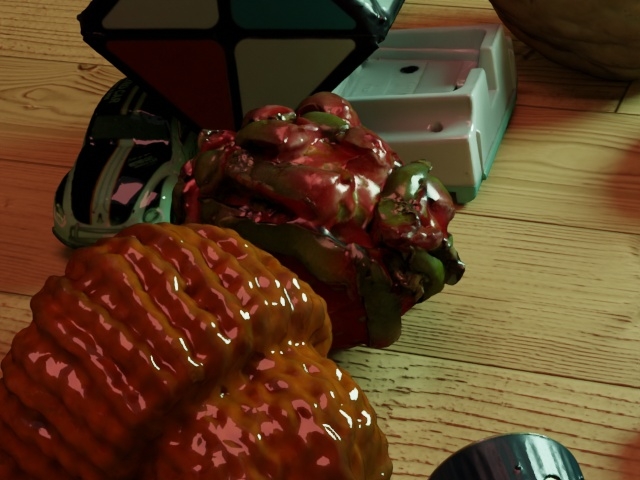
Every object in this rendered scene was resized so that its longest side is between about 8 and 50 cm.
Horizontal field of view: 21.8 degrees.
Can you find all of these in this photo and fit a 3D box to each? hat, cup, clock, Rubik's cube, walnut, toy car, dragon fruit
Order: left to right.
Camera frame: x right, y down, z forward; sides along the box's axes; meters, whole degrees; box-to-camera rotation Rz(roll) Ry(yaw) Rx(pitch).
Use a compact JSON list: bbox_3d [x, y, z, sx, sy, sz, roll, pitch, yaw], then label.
[{"bbox_3d":[-0.193,-0.100,1.806,0.136,0.125,0.306,3,32,14],"label":"toy car"},{"bbox_3d":[-0.068,-0.269,1.776,0.250,0.248,0.246,40,31,-9],"label":"Rubik's cube"},{"bbox_3d":[-0.047,0.156,1.245,0.400,0.285,0.285,27,44,36],"label":"hat"},{"bbox_3d":[-0.004,-0.010,1.525,0.231,0.237,0.302,-27,29,-22],"label":"dragon fruit"},{"bbox_3d":[0.089,-0.157,1.857,0.231,0.116,0.262,4,32,17],"label":"clock"},{"bbox_3d":[0.170,0.242,1.211,0.176,0.131,0.155,12,32,-20],"label":"cup"},{"bbox_3d":[0.335,-0.347,1.956,0.344,0.306,0.306,16,38,28],"label":"walnut"}]
